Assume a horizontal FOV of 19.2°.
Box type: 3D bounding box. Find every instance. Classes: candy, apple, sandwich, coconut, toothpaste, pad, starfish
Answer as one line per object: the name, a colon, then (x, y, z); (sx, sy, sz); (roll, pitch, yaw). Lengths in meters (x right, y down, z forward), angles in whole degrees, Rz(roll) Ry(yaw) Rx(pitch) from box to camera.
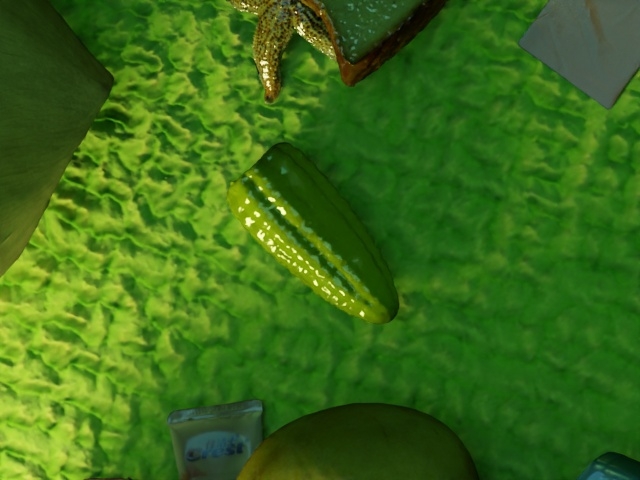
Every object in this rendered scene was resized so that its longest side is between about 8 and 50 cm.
candy: (0.000, 0.000, 1.841); (0.097, 0.097, 0.209); (-45, 81, 11)
apple: (0.031, 0.273, 1.772); (0.261, 0.194, 0.261); (-1, 85, 17)
sandwich: (0.025, -0.283, 1.829); (0.186, 0.065, 0.215); (-43, 78, -9)
coconut: (-0.402, -0.124, 1.838); (0.415, 0.344, 0.415); (0, 94, -2)
toothpaste: (-0.086, 0.323, 1.878); (0.100, 0.066, 0.323); (-9, 81, 10)
pad: (0.286, -0.232, 1.806); (0.113, 0.006, 0.188); (37, 101, 13)
starfish: (-0.016, -0.243, 1.880); (0.176, 0.053, 0.208); (-30, 86, 4)

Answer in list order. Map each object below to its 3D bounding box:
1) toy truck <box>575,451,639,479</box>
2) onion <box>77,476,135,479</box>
toy truck: (0.213, 0.368, 1.733); (0.162, 0.161, 0.385); (41, 100, 17)
onion: (-0.232, 0.330, 1.868); (0.207, 0.200, 0.200); (-9, 85, -15)
